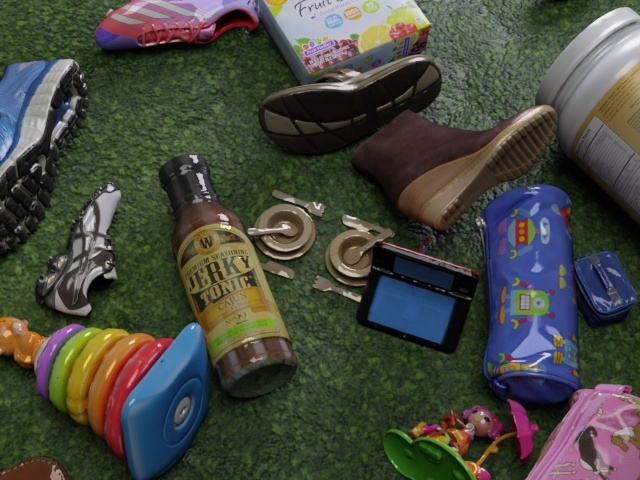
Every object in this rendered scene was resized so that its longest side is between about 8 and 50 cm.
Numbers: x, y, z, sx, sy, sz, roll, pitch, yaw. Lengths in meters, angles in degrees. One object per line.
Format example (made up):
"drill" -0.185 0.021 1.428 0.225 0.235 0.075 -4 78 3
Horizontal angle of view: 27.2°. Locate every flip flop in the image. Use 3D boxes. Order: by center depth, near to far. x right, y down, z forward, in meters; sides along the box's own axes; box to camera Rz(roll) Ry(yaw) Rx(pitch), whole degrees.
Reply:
"flip flop" 0.041 -0.209 1.919 0.277 0.112 0.080 -21 38 -11

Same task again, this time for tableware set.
"tableware set" 0.000 0.000 1.831 0.194 0.039 0.128 19 62 8

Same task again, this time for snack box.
"snack box" 0.033 -0.333 1.997 0.207 0.070 0.174 -23 65 -15

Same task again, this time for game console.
"game console" 0.126 0.075 1.740 0.144 0.124 0.085 18 71 7

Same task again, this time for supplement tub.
"supplement tub" 0.474 -0.149 1.826 0.228 0.228 0.316 -35 68 -19

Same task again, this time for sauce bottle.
"sauce bottle" -0.136 0.040 1.764 0.111 0.111 0.344 -19 63 -12

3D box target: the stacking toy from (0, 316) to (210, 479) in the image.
"stacking toy" -0.301 0.166 1.679 0.302 0.165 0.175 19 46 20

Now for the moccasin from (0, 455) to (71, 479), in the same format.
"moccasin" -0.464 0.372 1.547 0.380 0.147 0.139 -26 66 -15

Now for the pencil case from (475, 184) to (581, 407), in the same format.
"pencil case" 0.275 0.071 1.758 0.133 0.119 0.306 0 61 3

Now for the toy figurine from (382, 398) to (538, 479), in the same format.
"toy figurine" 0.194 0.258 1.678 0.159 0.130 0.173 -30 41 -32

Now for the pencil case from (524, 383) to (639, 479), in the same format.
"pencil case" 0.282 0.351 1.581 0.160 0.167 0.386 32 62 20

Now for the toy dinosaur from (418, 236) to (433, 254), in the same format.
"toy dinosaur" 0.132 0.034 1.814 0.090 0.047 0.082 -2 60 -2

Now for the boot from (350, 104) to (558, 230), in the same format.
"boot" 0.183 -0.141 1.845 0.248 0.090 0.207 -40 48 -6

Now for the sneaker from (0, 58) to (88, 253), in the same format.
"sneaker" -0.448 -0.118 1.846 0.147 0.129 0.330 9 57 19

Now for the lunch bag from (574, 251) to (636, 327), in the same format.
"lunch bag" 0.383 0.062 1.798 0.067 0.065 0.098 -18 64 -12

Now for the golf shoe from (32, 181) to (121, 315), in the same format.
"golf shoe" -0.308 0.016 1.798 0.094 0.077 0.198 27 70 0

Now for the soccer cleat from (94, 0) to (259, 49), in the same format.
"soccer cleat" -0.214 -0.327 1.981 0.248 0.083 0.095 -21 69 -16
